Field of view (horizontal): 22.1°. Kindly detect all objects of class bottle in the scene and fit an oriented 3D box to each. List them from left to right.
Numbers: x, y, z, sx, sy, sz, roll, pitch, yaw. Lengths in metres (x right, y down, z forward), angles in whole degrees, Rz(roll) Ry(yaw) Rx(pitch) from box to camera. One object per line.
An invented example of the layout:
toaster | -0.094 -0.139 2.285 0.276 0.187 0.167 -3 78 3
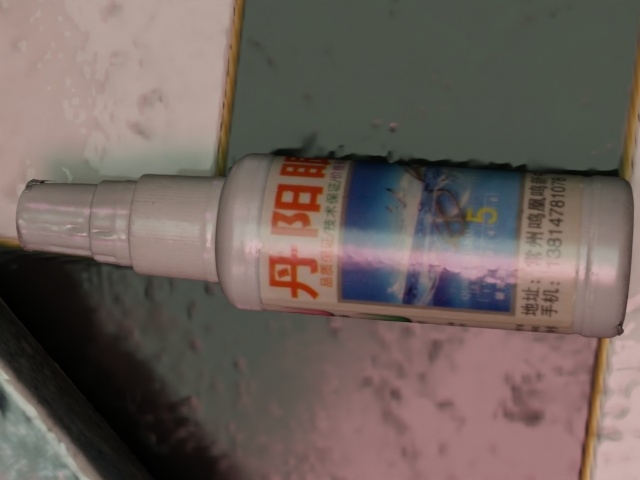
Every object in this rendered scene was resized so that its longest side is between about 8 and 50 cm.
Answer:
bottle | 0.000 0.000 0.582 0.217 0.060 0.060 3 95 8

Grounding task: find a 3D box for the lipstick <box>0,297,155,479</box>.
lipstick | -0.065 0.142 0.594 0.077 0.076 0.290 -40 91 1
